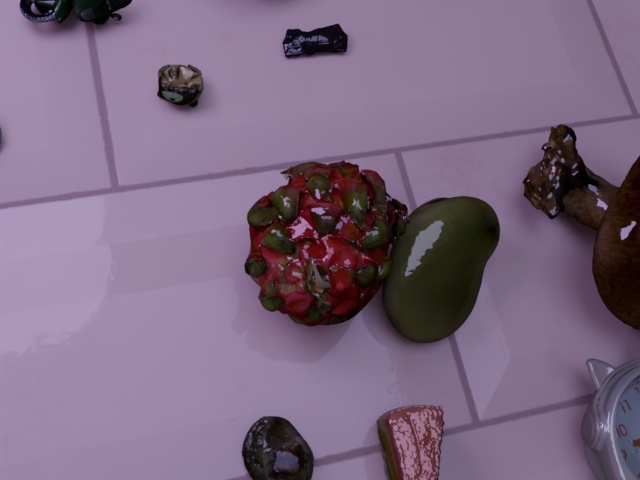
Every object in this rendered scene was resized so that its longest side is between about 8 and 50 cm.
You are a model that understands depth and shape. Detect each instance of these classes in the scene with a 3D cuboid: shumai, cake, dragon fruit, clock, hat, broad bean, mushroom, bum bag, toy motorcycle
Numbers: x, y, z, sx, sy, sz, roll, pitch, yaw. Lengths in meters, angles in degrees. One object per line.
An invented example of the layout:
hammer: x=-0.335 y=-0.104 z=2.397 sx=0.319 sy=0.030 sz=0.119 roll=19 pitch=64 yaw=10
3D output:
shumai: x=-0.060 y=0.316 z=1.160 sx=0.099 sy=0.087 sz=0.124 roll=-37 pitch=78 yaw=-19
cake: x=0.125 y=0.354 z=1.165 sx=0.090 sy=0.109 sz=0.225 roll=10 pitch=67 yaw=-6
dragon fruit: x=0.005 y=-0.007 z=1.217 sx=0.231 sy=0.237 sz=0.303 roll=28 pitch=46 yaw=4
clock: x=0.546 y=0.320 z=1.254 sx=0.265 sy=0.109 sz=0.324 roll=-17 pitch=72 yaw=-14
hat: x=-0.244 y=-0.264 z=1.368 sx=0.077 sy=0.059 sz=0.076 roll=-1 pitch=53 yaw=-16
broad bean: x=0.196 y=0.039 z=1.286 sx=0.189 sy=0.121 sz=0.263 roll=35 pitch=67 yaw=-27
mushroom: x=0.548 y=-0.007 z=1.339 sx=0.334 sy=0.356 sz=0.331 roll=45 pitch=51 yaw=-36
bum bag: x=-0.010 y=-0.371 z=1.462 sx=0.124 sy=0.034 sz=0.058 roll=-9 pitch=85 yaw=-13
toy motorcycle: x=-0.412 y=-0.492 z=1.394 sx=0.187 sy=0.125 sz=0.275 roll=8 pitch=68 yaw=3
